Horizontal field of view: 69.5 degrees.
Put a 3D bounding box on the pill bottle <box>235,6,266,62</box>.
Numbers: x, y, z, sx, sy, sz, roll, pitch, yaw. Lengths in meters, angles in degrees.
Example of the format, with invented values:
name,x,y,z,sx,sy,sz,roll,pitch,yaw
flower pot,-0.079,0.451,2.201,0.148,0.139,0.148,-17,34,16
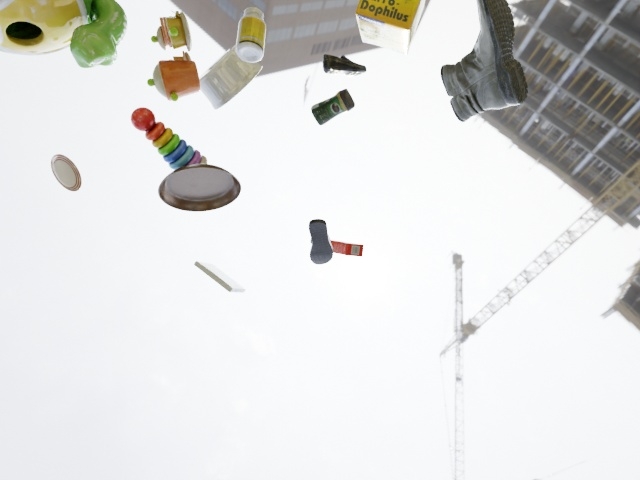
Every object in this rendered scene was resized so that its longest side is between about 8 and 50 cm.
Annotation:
name,x,y,z,sx,sy,sz,roll,pitch,yaw
pill bottle,-0.255,-0.765,1.710,0.103,0.103,0.184,8,-108,-15

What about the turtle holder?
name,x,y,z,sx,sy,sz,roll,pitch,yaw
turtle holder,-0.506,-0.420,0.797,0.320,0.243,0.227,50,-131,-29

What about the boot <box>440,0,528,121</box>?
name,x,y,z,sx,sy,sz,roll,pitch,yaw
boot,0.309,-0.371,0.940,0.083,0.161,0.247,-32,-71,-37

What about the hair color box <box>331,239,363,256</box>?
name,x,y,z,sx,sy,sz,roll,pitch,yaw
hair color box,0.074,0.024,1.557,0.072,0.141,0.043,6,-88,-36

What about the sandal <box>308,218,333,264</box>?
name,x,y,z,sx,sy,sz,roll,pitch,yaw
sandal,0.000,0.000,1.275,0.067,0.179,0.040,-3,-135,1

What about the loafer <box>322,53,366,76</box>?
name,x,y,z,sx,sy,sz,roll,pitch,yaw
loafer,0.105,-0.743,1.949,0.223,0.076,0.078,-7,-89,-35

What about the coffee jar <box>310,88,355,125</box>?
name,x,y,z,sx,sy,sz,roll,pitch,yaw
coffee jar,0.056,-0.585,2.021,0.096,0.184,0.079,56,-154,-27

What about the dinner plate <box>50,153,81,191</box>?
name,x,y,z,sx,sy,sz,roll,pitch,yaw
dinner plate,-0.908,-0.239,1.644,0.017,0.141,0.141,-20,-128,12

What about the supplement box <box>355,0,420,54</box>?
name,x,y,z,sx,sy,sz,roll,pitch,yaw
supplement box,0.258,-0.827,1.655,0.194,0.195,0.356,19,-169,6

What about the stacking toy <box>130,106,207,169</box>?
name,x,y,z,sx,sy,sz,roll,pitch,yaw
stacking toy,-0.598,-0.380,1.793,0.330,0.141,0.141,48,-146,-37

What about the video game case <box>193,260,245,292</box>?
name,x,y,z,sx,sy,sz,roll,pitch,yaw
video game case,-0.337,0.125,1.556,0.157,0.143,0.019,35,-91,12

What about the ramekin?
name,x,y,z,sx,sy,sz,roll,pitch,yaw
ramekin,-0.389,-0.692,1.933,0.135,0.277,0.277,47,-140,-27

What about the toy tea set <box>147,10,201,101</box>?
name,x,y,z,sx,sy,sz,roll,pitch,yaw
toy tea set,-0.398,-0.482,1.193,0.124,0.200,0.336,-14,-151,-14

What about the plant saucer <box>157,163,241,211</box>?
name,x,y,z,sx,sy,sz,roll,pitch,yaw
plant saucer,-0.462,-0.207,1.772,0.310,0.310,0.050,-2,-116,-23
